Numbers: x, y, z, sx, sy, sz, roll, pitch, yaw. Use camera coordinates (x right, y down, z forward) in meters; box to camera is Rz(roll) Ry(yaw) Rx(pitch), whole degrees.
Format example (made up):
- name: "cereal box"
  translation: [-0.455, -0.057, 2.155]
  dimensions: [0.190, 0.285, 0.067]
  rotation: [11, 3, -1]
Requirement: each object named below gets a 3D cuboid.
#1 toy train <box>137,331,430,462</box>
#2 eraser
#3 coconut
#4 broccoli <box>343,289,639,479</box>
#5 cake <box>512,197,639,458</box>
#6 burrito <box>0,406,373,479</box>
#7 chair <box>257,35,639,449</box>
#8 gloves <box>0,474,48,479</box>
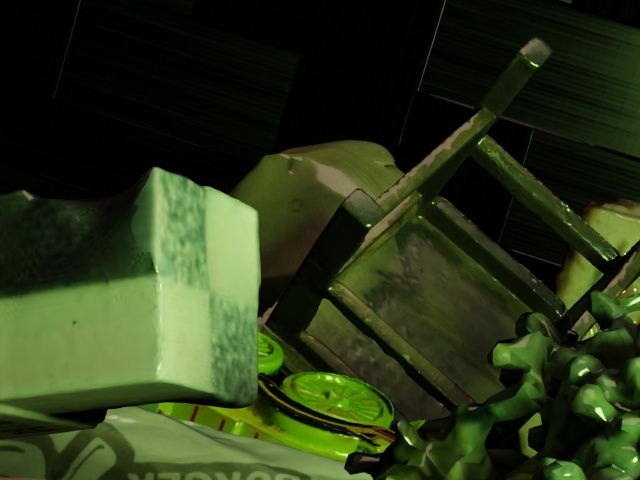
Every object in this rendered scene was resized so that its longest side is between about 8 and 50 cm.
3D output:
- name: "toy train"
  translation: [-0.020, 0.141, 1.276]
  dimensions: [0.296, 0.100, 0.160]
  rotation: [23, 17, 27]
- name: "eraser"
  translation: [-0.225, 0.047, 0.862]
  dimensions: [0.404, 0.096, 0.098]
  rotation: [-10, -16, 24]
- name: "coconut"
  translation: [0.000, 0.000, 1.773]
  dimensions: [0.224, 0.224, 0.224]
  rotation: [17, 8, -2]
- name: "broccoli"
  translation: [0.117, 0.184, 0.620]
  dimensions: [0.334, 0.272, 0.324]
  rotation: [35, 32, 30]
- name: "cake"
  translation: [0.341, 0.105, 1.686]
  dimensions: [0.290, 0.255, 0.282]
  rotation: [23, 8, 13]
- name: "burrito"
  translation: [-0.125, 0.139, 1.007]
  dimensions: [0.446, 0.139, 0.101]
  rotation: [15, 42, 16]
- name: "chair"
  translation: [0.077, 0.074, 1.451]
  dimensions: [0.203, 0.416, 0.240]
  rotation: [41, 53, 4]
- name: "gloves"
  translation: [-0.157, 0.158, 0.830]
  dimensions: [0.145, 0.126, 0.241]
  rotation: [33, 5, -12]
